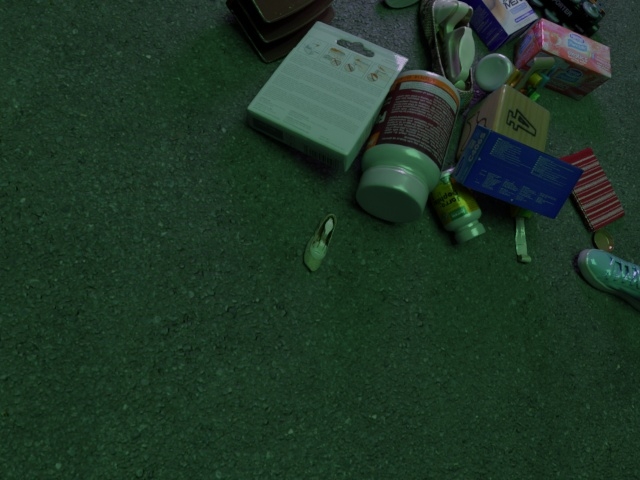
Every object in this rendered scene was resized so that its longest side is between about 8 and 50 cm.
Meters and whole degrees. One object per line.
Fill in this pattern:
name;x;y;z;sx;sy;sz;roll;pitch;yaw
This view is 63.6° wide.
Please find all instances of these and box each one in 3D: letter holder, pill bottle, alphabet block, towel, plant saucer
letter holder;-0.075;-0.675;1.474;0.302;0.152;0.214;-40;109;-20
pill bottle;0.584;-0.526;1.682;0.215;0.117;0.117;-6;72;-58
alphabet block;0.568;-0.326;1.609;0.193;0.192;0.197;25;67;-13
towel;0.932;-0.181;1.788;0.199;0.031;0.275;-22;84;-26
pill bottle;0.399;-0.099;1.519;0.118;0.117;0.208;-21;82;-24
plant saucer;0.953;0.004;1.744;0.083;0.015;0.083;6;72;-19
pill bottle;0.244;-0.262;1.457;0.224;0.224;0.392;25;66;-11

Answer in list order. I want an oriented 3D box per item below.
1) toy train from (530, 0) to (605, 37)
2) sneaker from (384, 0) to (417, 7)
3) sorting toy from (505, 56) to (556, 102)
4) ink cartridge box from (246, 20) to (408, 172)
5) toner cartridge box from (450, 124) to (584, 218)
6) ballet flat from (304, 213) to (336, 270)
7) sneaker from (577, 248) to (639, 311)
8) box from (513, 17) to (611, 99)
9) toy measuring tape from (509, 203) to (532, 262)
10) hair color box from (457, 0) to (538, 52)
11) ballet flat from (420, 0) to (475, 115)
toy train;0.940;-0.920;1.974;0.334;0.142;0.190;42;52;-1
sneaker;0.303;-0.912;1.763;0.292;0.108;0.169;-32;61;-11
sorting toy;0.684;-0.498;1.684;0.348;0.196;0.047;-21;59;-45
ink cartridge box;0.025;-0.412;1.442;0.308;0.091;0.385;27;67;12
toner cartridge box;0.561;-0.190;1.468;0.348;0.075;0.165;17;110;-21
ballet flat;0.000;0.000;1.379;0.057;0.052;0.168;24;67;-12
sneaker;1.009;0.117;1.654;0.366;0.150;0.135;26;66;-11
box;0.859;-0.641;1.839;0.300;0.154;0.142;15;69;-14
toy measuring tape;0.655;-0.100;1.615;0.121;0.121;0.330;9;71;-17
hair color box;0.594;-0.863;1.839;0.185;0.110;0.339;-35;86;-25
ballet flat;0.430;-0.643;1.665;0.164;0.182;0.482;1;73;-11
